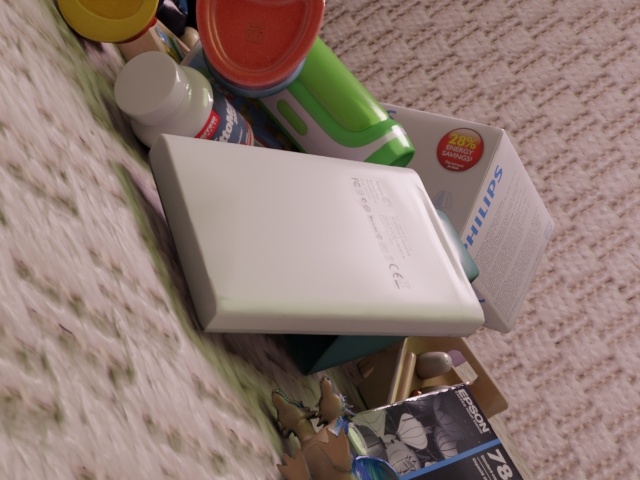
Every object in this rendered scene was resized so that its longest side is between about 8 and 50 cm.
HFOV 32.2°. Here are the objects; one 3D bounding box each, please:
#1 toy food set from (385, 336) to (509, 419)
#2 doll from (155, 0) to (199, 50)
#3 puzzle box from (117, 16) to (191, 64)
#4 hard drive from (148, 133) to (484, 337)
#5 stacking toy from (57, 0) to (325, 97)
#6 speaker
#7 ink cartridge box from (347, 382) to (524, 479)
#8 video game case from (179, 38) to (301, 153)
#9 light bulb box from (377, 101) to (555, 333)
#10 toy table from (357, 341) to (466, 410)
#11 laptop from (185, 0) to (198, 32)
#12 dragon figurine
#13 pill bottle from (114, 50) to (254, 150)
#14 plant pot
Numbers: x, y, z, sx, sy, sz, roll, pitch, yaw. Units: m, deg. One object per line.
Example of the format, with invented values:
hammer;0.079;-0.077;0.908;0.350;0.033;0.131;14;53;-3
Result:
toy food set;0.178;0.274;1.472;0.219;0.092;0.306;52;38;-31
doll;-0.242;-0.349;1.649;0.046;0.129;0.189;10;-25;45
puzzle box;-0.146;-0.129;1.553;0.409;0.052;0.272;61;9;20
hard drive;0.000;0.000;1.227;0.353;0.047;0.233;5;50;-36
stacking toy;-0.136;-0.332;1.370;0.309;0.279;0.130;21;-2;-1
speaker;-0.013;-0.190;1.456;0.296;0.131;0.131;49;7;10
ink cartridge box;0.137;0.259;1.273;0.333;0.065;0.165;-5;59;-54
video game case;-0.092;-0.208;1.537;0.204;0.025;0.285;37;29;-11
light bulb box;0.157;-0.045;1.858;0.358;0.225;0.361;16;-15;30
toy table;0.100;0.130;1.652;0.274;0.161;0.252;51;10;-42
laptop;-0.188;-0.376;1.818;0.234;0.137;0.264;48;6;-40
dragon figurine;0.036;0.253;1.063;0.289;0.085;0.144;58;8;16
pill bottle;-0.162;-0.143;1.309;0.108;0.108;0.180;62;10;29
plant pot;0.070;0.041;1.406;0.234;0.165;0.165;-8;59;-39
